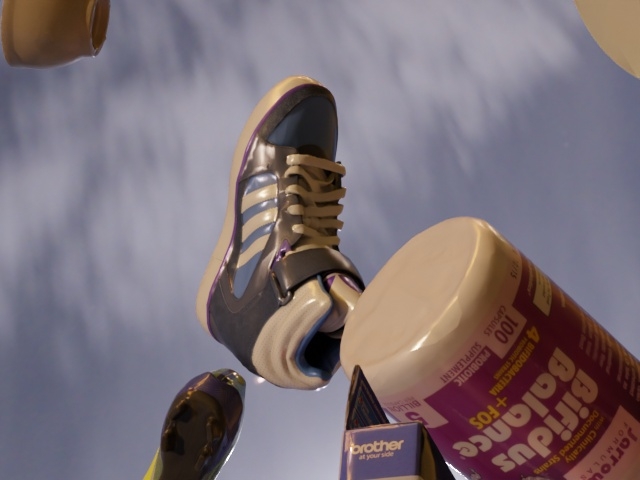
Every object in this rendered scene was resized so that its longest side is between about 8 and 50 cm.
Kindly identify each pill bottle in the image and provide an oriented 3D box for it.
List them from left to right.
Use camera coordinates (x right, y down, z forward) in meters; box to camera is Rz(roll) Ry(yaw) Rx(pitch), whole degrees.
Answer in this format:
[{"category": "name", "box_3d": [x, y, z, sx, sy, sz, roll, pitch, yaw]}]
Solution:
[{"category": "pill bottle", "box_3d": [0.174, 0.132, 1.063, 0.301, 0.169, 0.169, 40, -141, -19]}]

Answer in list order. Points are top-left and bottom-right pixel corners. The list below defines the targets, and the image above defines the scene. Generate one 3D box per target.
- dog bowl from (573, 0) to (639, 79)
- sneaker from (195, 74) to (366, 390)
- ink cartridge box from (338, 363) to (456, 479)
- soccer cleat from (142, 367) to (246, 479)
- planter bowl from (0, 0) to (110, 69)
[{"category": "dog bowl", "box_3d": [0.344, -0.270, 1.155, 0.104, 0.265, 0.264, -17, -104, -33]}, {"category": "sneaker", "box_3d": [0.000, 0.000, 1.383, 0.130, 0.236, 0.322, 16, -83, -43]}, {"category": "ink cartridge box", "box_3d": [0.060, 0.247, 0.788, 0.185, 0.065, 0.311, 61, -156, -43]}, {"category": "soccer cleat", "box_3d": [-0.153, 0.269, 1.481, 0.093, 0.289, 0.121, 30, -151, 11]}, {"category": "planter bowl", "box_3d": [-0.339, -0.298, 1.705, 0.109, 0.162, 0.162, 10, -136, 4]}]
